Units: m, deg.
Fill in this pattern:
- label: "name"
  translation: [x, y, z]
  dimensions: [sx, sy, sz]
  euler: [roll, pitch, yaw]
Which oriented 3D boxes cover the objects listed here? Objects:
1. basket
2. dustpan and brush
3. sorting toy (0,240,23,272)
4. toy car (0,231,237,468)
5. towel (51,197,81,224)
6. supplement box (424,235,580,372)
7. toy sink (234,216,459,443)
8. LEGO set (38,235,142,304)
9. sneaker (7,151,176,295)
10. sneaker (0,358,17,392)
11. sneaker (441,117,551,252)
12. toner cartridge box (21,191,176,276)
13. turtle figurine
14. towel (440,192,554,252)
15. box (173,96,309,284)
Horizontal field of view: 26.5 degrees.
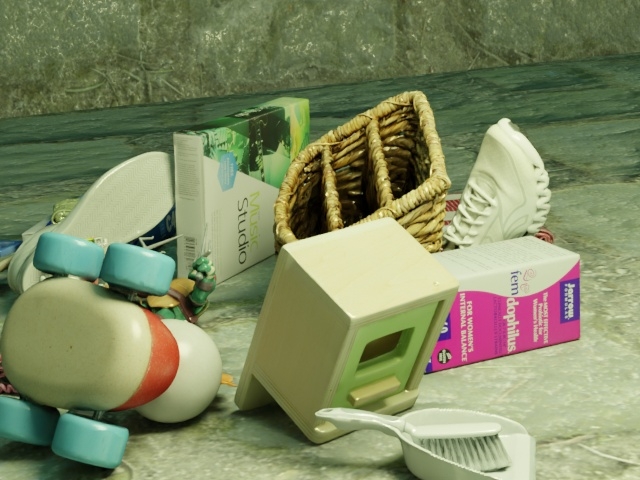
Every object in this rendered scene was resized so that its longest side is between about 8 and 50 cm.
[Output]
- label: "basket"
  translation: [0.044, -0.051, 1.784]
  dimensions: [0.213, 0.223, 0.299]
  euler: [0, 31, -2]
- label: "dustpan and brush"
  translation: [0.100, 0.190, 1.310]
  dimensions: [0.211, 0.060, 0.147]
  euler: [-1, 15, 9]
- label: "sorting toy"
  translation: [-0.563, 0.068, 1.995]
  dimensions: [0.196, 0.047, 0.348]
  euler: [-4, 14, 17]
- label: "toy car"
  translation: [-0.198, 0.131, 1.459]
  dimensions: [0.210, 0.219, 0.238]
  euler: [7, -11, 40]
- label: "towel"
  translation: [-0.344, -0.049, 2.117]
  dimensions: [0.148, 0.027, 0.110]
  euler: [-5, 14, -8]
- label: "supplement box"
  translation: [0.193, 0.073, 1.637]
  dimensions: [0.220, 0.111, 0.114]
  euler: [-11, 16, -24]
- label: "toy sink"
  translation: [0.025, 0.115, 1.430]
  dimensions: [0.153, 0.234, 0.131]
  euler: [-14, 47, -38]
- label: "LEGO set"
  translation: [-0.332, 0.068, 1.803]
  dimensions: [0.132, 0.107, 0.287]
  euler: [5, 17, 32]
- label: "sneaker"
  translation: [-0.337, -0.025, 1.972]
  dimensions: [0.292, 0.108, 0.169]
  euler: [-43, 20, -17]
- label: "sneaker"
  translation: [-0.347, 0.150, 1.594]
  dimensions: [0.119, 0.057, 0.047]
  euler: [1, 13, 14]
- label: "sneaker"
  translation: [0.215, -0.024, 1.736]
  dimensions: [0.118, 0.292, 0.110]
  euler: [-20, 47, -21]
- label: "toner cartridge box"
  translation: [-0.341, -0.023, 2.219]
  dimensions: [0.165, 0.075, 0.348]
  euler: [-2, 15, 11]
- label: "turtle figurine"
  translation: [-0.198, 0.068, 1.754]
  dimensions: [0.175, 0.118, 0.234]
  euler: [-8, 24, 39]
- label: "towel"
  translation: [0.233, -0.037, 2.202]
  dimensions: [0.237, 0.037, 0.329]
  euler: [-3, 14, 0]
- label: "box"
  translation: [-0.113, -0.079, 2.065]
  dimensions: [0.058, 0.232, 0.322]
  euler: [8, 19, 25]
